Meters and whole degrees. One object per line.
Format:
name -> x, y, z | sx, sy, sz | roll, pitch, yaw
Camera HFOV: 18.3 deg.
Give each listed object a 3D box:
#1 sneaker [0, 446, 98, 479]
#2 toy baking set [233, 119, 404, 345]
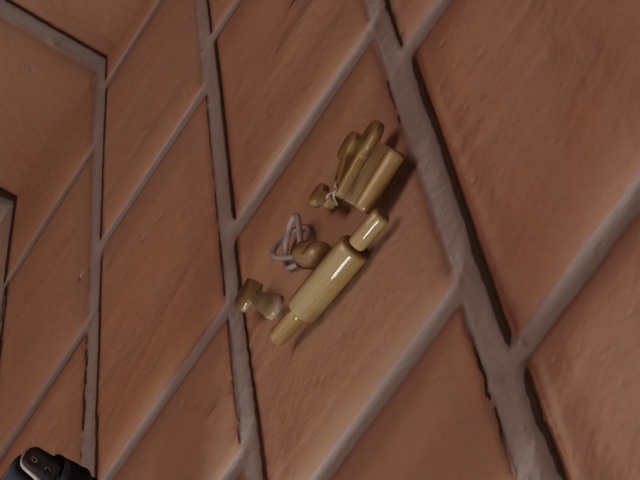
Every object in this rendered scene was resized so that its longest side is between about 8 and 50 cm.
sneaker -> -0.209, 0.265, 1.704 | 0.086, 0.163, 0.226 | -55, 20, 13
toy baking set -> 0.001, 0.003, 1.756 | 0.256, 0.030, 0.197 | -52, 17, 25
